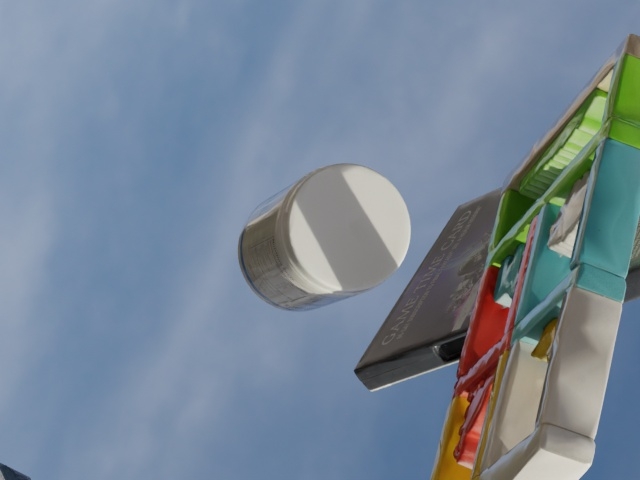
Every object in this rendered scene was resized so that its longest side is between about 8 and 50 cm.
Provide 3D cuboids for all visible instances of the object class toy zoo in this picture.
[{"bbox_3d":[0.116,0.054,0.925,0.192,0.030,0.293,124,-15,-63],"label":"toy zoo"}]

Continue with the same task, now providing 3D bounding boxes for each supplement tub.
[{"bbox_3d":[0.000,0.000,0.920,0.107,0.071,0.071,153,-51,-70],"label":"supplement tub"}]

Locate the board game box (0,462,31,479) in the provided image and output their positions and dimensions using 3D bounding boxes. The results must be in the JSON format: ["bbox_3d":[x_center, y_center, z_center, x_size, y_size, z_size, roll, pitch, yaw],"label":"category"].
[{"bbox_3d":[-0.174,0.248,1.025,0.030,0.136,0.259,-27,-115,4],"label":"board game box"}]

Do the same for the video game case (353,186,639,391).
[{"bbox_3d":[0.160,-0.003,1.113,0.274,0.026,0.196,-25,-159,43],"label":"video game case"}]
